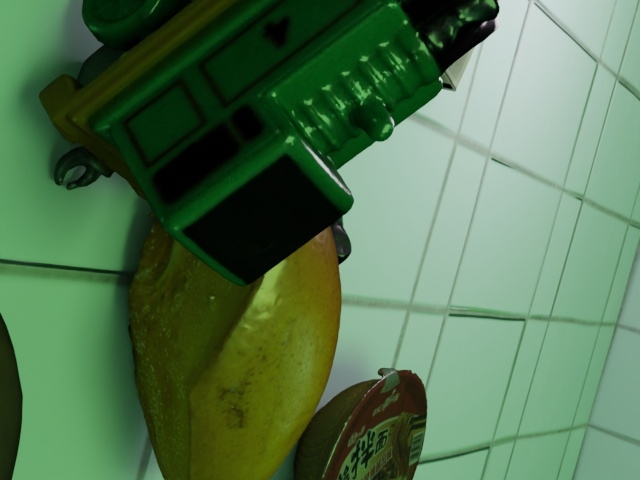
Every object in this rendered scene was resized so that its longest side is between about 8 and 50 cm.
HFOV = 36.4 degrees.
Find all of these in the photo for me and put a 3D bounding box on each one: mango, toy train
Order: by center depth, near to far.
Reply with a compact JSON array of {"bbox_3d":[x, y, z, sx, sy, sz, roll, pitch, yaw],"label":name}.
[{"bbox_3d":[-0.025,-0.142,0.750,0.429,0.249,0.178,-36,145,7],"label":"toy train"},{"bbox_3d":[-0.082,0.102,0.910,0.201,0.199,0.350,-108,-157,-75],"label":"mango"}]

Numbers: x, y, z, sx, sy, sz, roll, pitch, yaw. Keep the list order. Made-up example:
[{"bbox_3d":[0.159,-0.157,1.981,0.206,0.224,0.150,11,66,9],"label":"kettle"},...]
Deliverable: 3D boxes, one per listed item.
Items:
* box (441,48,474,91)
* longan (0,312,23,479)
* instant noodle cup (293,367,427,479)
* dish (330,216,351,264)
[{"bbox_3d":[0.142,-0.302,1.209,0.247,0.033,0.129,42,69,-55],"label":"box"},{"bbox_3d":[-0.297,0.101,0.532,0.258,0.258,0.258,-30,128,-48],"label":"longan"},{"bbox_3d":[0.037,0.280,1.258,0.274,0.091,0.274,-31,129,-47],"label":"instant noodle cup"},{"bbox_3d":[0.000,0.000,1.086,0.141,0.078,0.141,-29,127,-48],"label":"dish"}]
